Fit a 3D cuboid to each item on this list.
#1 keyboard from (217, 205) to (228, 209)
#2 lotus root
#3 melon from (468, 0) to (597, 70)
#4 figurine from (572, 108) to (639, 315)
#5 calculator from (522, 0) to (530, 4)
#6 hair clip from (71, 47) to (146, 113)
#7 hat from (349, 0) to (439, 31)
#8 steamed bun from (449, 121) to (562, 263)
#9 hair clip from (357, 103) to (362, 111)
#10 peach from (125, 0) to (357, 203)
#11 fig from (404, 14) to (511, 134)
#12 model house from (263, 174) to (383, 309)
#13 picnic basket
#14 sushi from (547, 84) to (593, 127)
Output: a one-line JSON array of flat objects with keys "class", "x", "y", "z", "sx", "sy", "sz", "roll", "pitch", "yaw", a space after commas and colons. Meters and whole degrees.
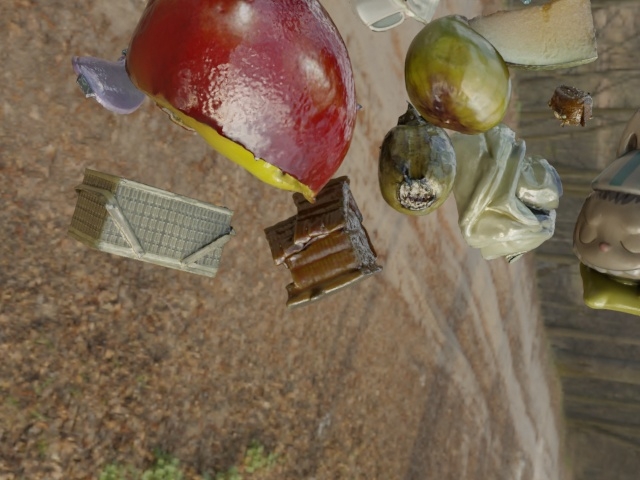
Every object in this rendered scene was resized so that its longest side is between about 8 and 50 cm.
[{"class": "keyboard", "x": -0.242, "y": -0.050, "z": 1.644, "sx": 0.176, "sy": 0.055, "sz": 0.014, "roll": -68, "pitch": 166, "yaw": -73}, {"class": "lotus root", "x": 0.183, "y": -0.157, "z": 1.476, "sx": 0.278, "sy": 0.154, "sz": 0.154, "roll": -87, "pitch": 167, "yaw": -47}, {"class": "melon", "x": 0.265, "y": -0.263, "z": 1.004, "sx": 0.054, "sy": 0.182, "sz": 0.098, "roll": -16, "pitch": 94, "yaw": -83}, {"class": "figurine", "x": 0.678, "y": -0.055, "z": 1.434, "sx": 0.266, "sy": 0.361, "sz": 0.377, "roll": -89, "pitch": -175, "yaw": -63}, {"class": "calculator", "x": 0.291, "y": -0.432, "z": 1.200, "sx": 0.141, "sy": 0.019, "sz": 0.094, "roll": 58, "pitch": 29, "yaw": -11}, {"class": "hair clip", "x": -0.399, "y": -0.314, "z": 1.512, "sx": 0.358, "sy": 0.096, "sz": 0.110, "roll": -93, "pitch": -175, "yaw": -72}, {"class": "hat", "x": 0.185, "y": -0.597, "z": 1.806, "sx": 0.219, "sy": 0.226, "sz": 0.164, "roll": 95, "pitch": 4, "yaw": -78}, {"class": "steamed bun", "x": 0.461, "y": -0.123, "z": 1.864, "sx": 0.394, "sy": 0.238, "sz": 0.346, "roll": 57, "pitch": 30, "yaw": -38}, {"class": "hair clip", "x": -0.047, "y": -0.299, "z": 1.184, "sx": 0.278, "sy": 0.090, "sz": 0.137, "roll": 57, "pitch": -11, "yaw": 7}, {"class": "peach", "x": -0.094, "y": -0.185, "z": 1.004, "sx": 0.281, "sy": 0.281, "sz": 0.338, "roll": -60, "pitch": 147, "yaw": -47}, {"class": "fig", "x": 0.169, "y": -0.200, "z": 0.962, "sx": 0.121, "sy": 0.136, "sz": 0.153, "roll": -40, "pitch": 112, "yaw": -21}, {"class": "model house", "x": 0.000, "y": 0.002, "z": 1.575, "sx": 0.219, "sy": 0.199, "sz": 0.229, "roll": 23, "pitch": 47, "yaw": -81}, {"class": "picnic basket", "x": -0.190, "y": -0.019, "z": 0.862, "sx": 0.164, "sy": 0.115, "sz": 0.079, "roll": 17, "pitch": 89, "yaw": -34}, {"class": "sushi", "x": 0.409, "y": -0.215, "z": 1.256, "sx": 0.118, "sy": 0.062, "sz": 0.060, "roll": -78, "pitch": 170, "yaw": -63}]
